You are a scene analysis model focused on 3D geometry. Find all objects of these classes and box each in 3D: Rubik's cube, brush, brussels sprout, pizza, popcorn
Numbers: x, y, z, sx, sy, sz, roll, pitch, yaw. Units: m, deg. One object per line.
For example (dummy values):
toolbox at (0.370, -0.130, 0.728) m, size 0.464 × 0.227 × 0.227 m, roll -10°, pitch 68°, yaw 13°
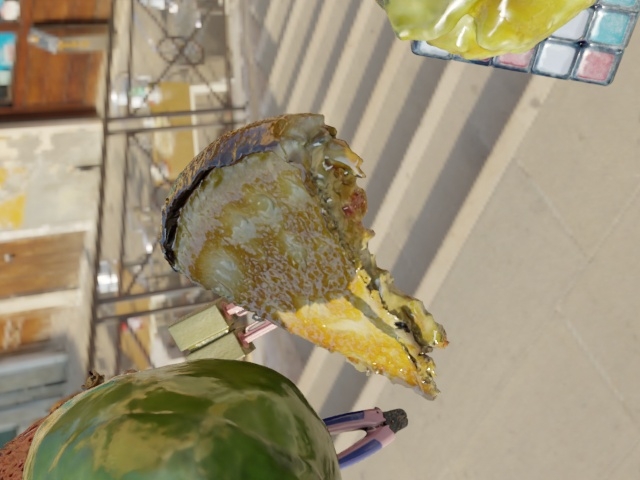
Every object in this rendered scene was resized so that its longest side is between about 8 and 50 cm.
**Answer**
Rubik's cube at (0.286, -0.417, 1.397) m, size 0.293 × 0.287 × 0.291 m, roll -85°, pitch 5°, yaw -51°
brush at (-0.119, 0.126, 1.586) m, size 0.233 × 0.047 × 0.103 m, roll -28°, pitch 92°, yaw 24°
brussels sprout at (-0.084, 0.187, 0.625) m, size 0.244 × 0.244 × 0.244 m, roll 20°, pitch 114°, yaw 57°
pizza at (0.000, 0.000, 0.827) m, size 0.288 × 0.074 × 0.251 m, roll 27°, pitch 148°, yaw 7°
popcorn at (0.172, -0.319, 1.041) m, size 0.225 × 0.277 × 0.276 m, roll -64°, pitch -16°, yaw -64°

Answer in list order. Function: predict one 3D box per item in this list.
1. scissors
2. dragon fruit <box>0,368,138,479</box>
scissors at (0.030, 0.141, 0.752) m, size 0.012 × 0.113 × 0.039 m, roll -41°, pitch 70°, yaw 36°
dragon fruit at (-0.228, 0.187, 0.936) m, size 0.092 × 0.192 × 0.122 m, roll 43°, pitch 146°, yaw -7°
